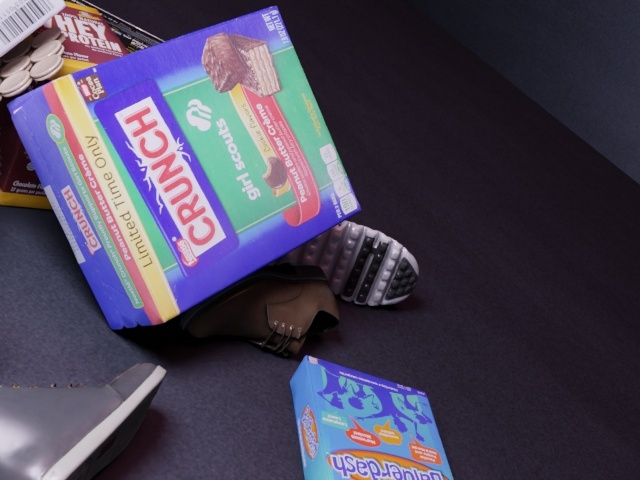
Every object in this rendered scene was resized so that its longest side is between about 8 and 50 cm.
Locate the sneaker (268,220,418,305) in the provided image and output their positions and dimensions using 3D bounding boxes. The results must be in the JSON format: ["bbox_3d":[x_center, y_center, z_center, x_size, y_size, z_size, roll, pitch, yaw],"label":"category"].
[{"bbox_3d":[0.000,0.000,1.383,0.292,0.110,0.118,21,17,-17],"label":"sneaker"}]

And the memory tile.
[{"bbox_3d":[-0.337,-0.172,1.077,0.012,0.148,0.113,61,4,-37],"label":"memory tile"}]

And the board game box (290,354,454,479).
[{"bbox_3d":[0.057,0.224,1.081,0.160,0.047,0.210,19,28,-20],"label":"board game box"}]

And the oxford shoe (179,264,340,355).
[{"bbox_3d":[-0.059,0.088,1.180,0.227,0.083,0.096,-8,58,-42],"label":"oxford shoe"}]

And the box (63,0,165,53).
[{"bbox_3d":[-0.324,-0.265,1.562,0.322,0.079,0.257,26,27,-6],"label":"box"}]

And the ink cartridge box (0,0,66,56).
[{"bbox_3d":[-0.390,-0.226,1.128,0.066,0.189,0.232,52,-11,-22],"label":"ink cartridge box"}]

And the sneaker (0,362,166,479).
[{"bbox_3d":[-0.228,0.146,0.892,0.118,0.083,0.222,32,27,7],"label":"sneaker"}]

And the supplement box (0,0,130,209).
[{"bbox_3d":[-0.331,-0.169,1.238,0.129,0.194,0.191,5,34,-40],"label":"supplement box"}]

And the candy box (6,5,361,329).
[{"bbox_3d":[-0.139,-0.088,1.130,0.317,0.122,0.268,-30,100,-39],"label":"candy box"}]
